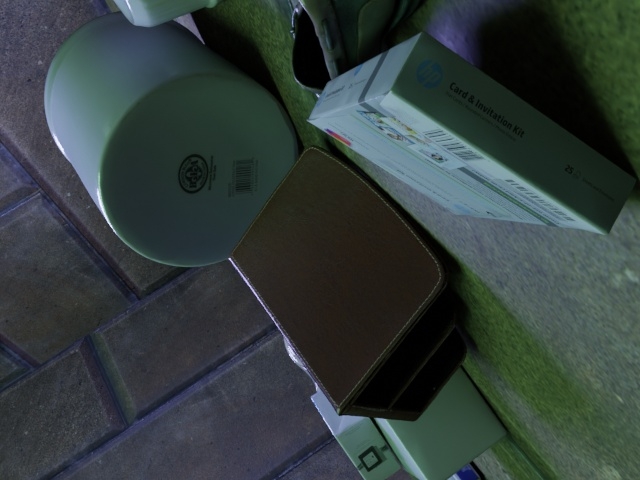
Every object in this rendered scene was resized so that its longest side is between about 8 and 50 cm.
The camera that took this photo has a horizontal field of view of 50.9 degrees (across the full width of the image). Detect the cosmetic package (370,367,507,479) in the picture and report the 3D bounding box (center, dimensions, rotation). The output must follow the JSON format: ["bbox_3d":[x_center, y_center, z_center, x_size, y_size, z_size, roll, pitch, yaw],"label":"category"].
[{"bbox_3d":[0.137,0.233,1.028,0.224,0.138,0.225,55,170,10],"label":"cosmetic package"}]

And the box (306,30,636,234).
[{"bbox_3d":[0.079,-0.060,0.426,0.145,0.038,0.186,30,177,-14],"label":"box"}]

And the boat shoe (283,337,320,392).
[{"bbox_3d":[0.029,0.213,1.277,0.123,0.116,0.324,11,-157,-34],"label":"boat shoe"}]

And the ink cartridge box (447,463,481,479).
[{"bbox_3d":[0.271,0.468,1.421,0.223,0.045,0.224,49,169,42],"label":"ink cartridge box"}]

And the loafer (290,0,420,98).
[{"bbox_3d":[0.004,-0.159,0.520,0.096,0.084,0.267,57,171,3],"label":"loafer"}]

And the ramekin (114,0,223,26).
[{"bbox_3d":[-0.240,-0.400,0.854,0.273,0.127,0.273,55,172,12],"label":"ramekin"}]

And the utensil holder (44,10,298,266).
[{"bbox_3d":[-0.255,-0.176,1.102,0.385,0.327,0.327,44,164,51],"label":"utensil holder"}]

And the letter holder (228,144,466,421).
[{"bbox_3d":[0.053,0.041,0.855,0.152,0.214,0.302,20,-159,-45],"label":"letter holder"}]

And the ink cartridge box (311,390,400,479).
[{"bbox_3d":[0.063,0.318,1.076,0.180,0.060,0.104,61,172,-33],"label":"ink cartridge box"}]
